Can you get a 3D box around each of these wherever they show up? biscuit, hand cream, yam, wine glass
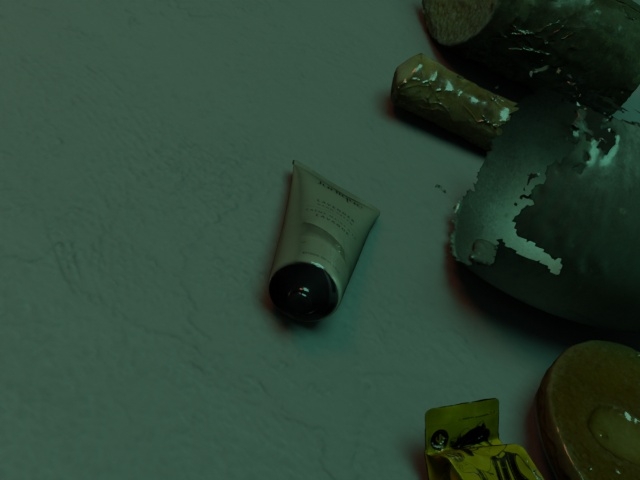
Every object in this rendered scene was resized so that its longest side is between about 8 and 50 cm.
[{"bbox_3d":[0.240,0.163,0.894,0.181,0.049,0.208,33,37,3],"label":"biscuit"},{"bbox_3d":[0.000,0.000,0.918,0.087,0.054,0.186,30,32,-8],"label":"hand cream"},{"bbox_3d":[0.205,-0.105,1.150,0.299,0.066,0.066,20,40,-14],"label":"yam"},{"bbox_3d":[0.286,0.009,0.990,0.357,0.190,0.190,29,38,-11],"label":"wine glass"},{"bbox_3d":[0.239,-0.226,1.240,0.254,0.154,0.154,25,39,-13],"label":"yam"}]

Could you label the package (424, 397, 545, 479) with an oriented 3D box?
[{"bbox_3d":[0.119,0.176,0.804,0.071,0.047,0.131,-6,50,-34],"label":"package"}]
